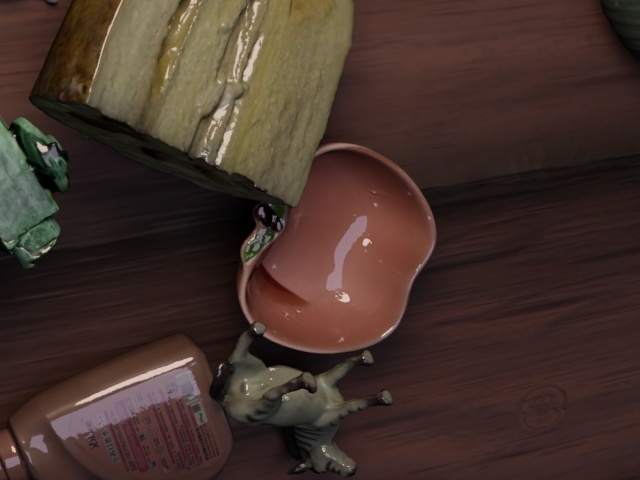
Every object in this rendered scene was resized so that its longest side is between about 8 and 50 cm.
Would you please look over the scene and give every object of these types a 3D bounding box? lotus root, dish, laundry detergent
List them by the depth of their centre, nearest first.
[{"bbox_3d":[-0.109,-0.195,1.166,0.267,0.149,0.260,25,79,-49],"label":"lotus root"},{"bbox_3d":[-0.203,0.206,1.301,0.237,0.076,0.171,-24,113,-15],"label":"laundry detergent"},{"bbox_3d":[0.000,0.000,1.323,0.213,0.090,0.213,-8,110,-22],"label":"dish"}]

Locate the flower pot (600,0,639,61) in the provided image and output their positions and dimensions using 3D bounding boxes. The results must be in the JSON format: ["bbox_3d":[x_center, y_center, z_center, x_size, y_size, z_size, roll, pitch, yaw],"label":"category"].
[{"bbox_3d":[0.375,-0.275,1.367,0.189,0.157,0.243,-35,117,-12],"label":"flower pot"}]

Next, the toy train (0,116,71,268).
[{"bbox_3d":[-0.322,-0.110,1.090,0.120,0.202,0.300,-42,119,-21],"label":"toy train"}]

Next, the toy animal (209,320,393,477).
[{"bbox_3d":[-0.028,0.162,1.317,0.217,0.073,0.176,21,135,-35],"label":"toy animal"}]

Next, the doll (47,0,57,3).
[{"bbox_3d":[-0.261,-0.234,1.170,0.114,0.039,0.057,-8,150,-30],"label":"doll"}]
